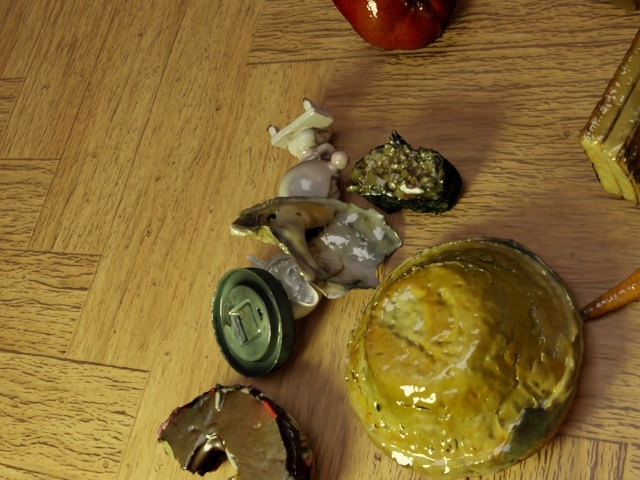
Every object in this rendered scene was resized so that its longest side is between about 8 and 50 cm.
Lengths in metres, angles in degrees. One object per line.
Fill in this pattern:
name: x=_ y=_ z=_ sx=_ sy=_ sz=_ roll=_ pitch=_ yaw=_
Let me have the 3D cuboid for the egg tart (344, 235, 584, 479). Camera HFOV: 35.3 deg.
egg tart: x=0.221 y=0.174 z=1.695 sx=0.443 sy=0.178 sz=0.443 roll=-15 pitch=58 yaw=25

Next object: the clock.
clock: x=-0.130 y=0.156 z=1.937 sx=0.215 sy=0.042 sz=0.215 roll=10 pitch=104 yaw=46

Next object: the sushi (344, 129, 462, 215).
sushi: x=0.166 y=-0.131 z=1.923 sx=0.212 sy=0.115 sz=0.147 roll=12 pitch=74 yaw=36

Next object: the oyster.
oyster: x=-0.002 y=0.007 z=1.897 sx=0.271 sy=0.275 sz=0.100 roll=46 pitch=139 yaw=24

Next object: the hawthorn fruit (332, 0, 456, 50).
hawthorn fruit: x=0.141 y=-0.537 z=2.069 sx=0.265 sy=0.265 sz=0.307 roll=-44 pitch=30 yaw=5

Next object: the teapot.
teapot: x=-0.064 y=0.084 z=1.969 sx=0.226 sy=0.092 sz=0.145 roll=27 pitch=79 yaw=39

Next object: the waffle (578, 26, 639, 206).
waffle: x=0.555 y=-0.231 z=1.675 sx=0.091 sy=0.213 sz=0.308 roll=27 pitch=81 yaw=36

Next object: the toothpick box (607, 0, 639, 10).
toothpick box: x=0.615 y=-0.578 z=1.835 sx=0.294 sy=0.192 sz=0.192 roll=-52 pitch=52 yaw=5

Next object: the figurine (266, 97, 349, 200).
figurine: x=-0.019 y=-0.141 z=2.027 sx=0.181 sy=0.144 sz=0.257 roll=-19 pitch=61 yaw=18

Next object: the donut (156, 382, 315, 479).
donut: x=-0.140 y=0.408 z=1.827 sx=0.259 sy=0.136 sz=0.345 roll=-40 pitch=53 yaw=5

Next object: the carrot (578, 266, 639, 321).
carrot: x=0.527 y=0.067 z=1.642 sx=0.256 sy=0.061 sz=0.061 roll=-35 pitch=53 yaw=15
